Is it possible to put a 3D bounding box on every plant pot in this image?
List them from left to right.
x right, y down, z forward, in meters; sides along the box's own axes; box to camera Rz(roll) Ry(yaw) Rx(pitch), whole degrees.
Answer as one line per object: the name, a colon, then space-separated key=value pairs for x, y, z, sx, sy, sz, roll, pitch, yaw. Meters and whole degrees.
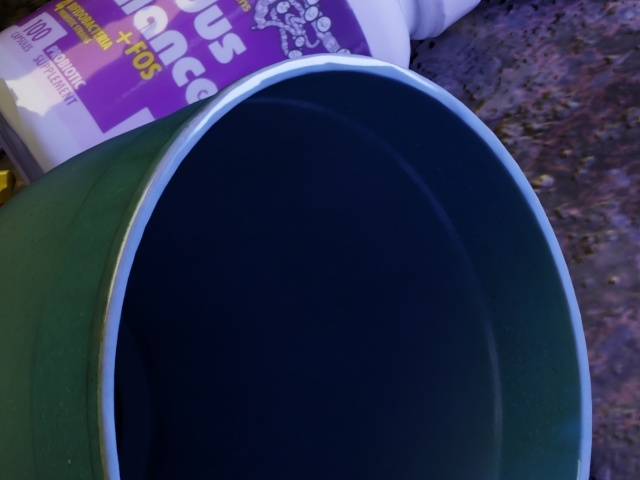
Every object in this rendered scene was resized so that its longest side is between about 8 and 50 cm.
plant pot: x=-0.063 y=0.075 z=0.700 sx=0.255 sy=0.271 sz=0.271 roll=-9 pitch=37 yaw=45

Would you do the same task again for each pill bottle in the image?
pill bottle: x=-0.053 y=-0.121 z=0.992 sx=0.301 sy=0.169 sz=0.169 roll=-35 pitch=37 yaw=-13

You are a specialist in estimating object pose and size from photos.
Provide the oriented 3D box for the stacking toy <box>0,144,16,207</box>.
stacking toy: x=-0.249 y=-0.066 z=1.141 sx=0.167 sy=0.052 sz=0.221 roll=-1 pitch=40 yaw=27
